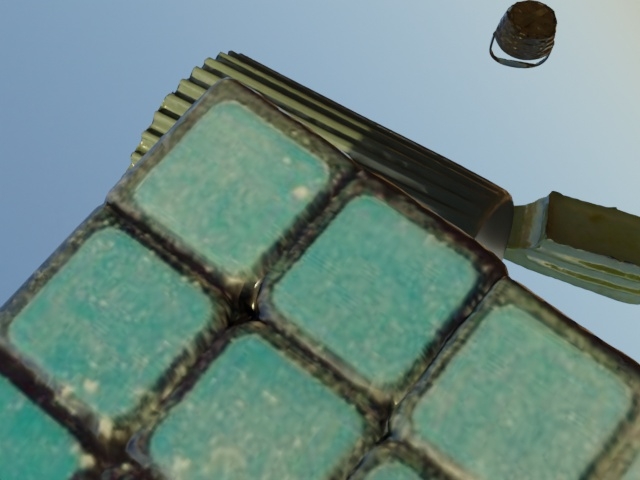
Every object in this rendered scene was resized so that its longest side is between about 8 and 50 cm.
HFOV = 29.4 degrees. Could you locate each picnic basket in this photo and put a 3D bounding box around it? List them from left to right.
[{"bbox_3d":[0.230,-0.227,1.386,0.083,0.072,0.072,103,151,-57],"label":"picnic basket"}]

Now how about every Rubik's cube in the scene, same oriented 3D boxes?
[{"bbox_3d":[-0.012,0.195,0.609,0.337,0.344,0.344,34,163,17],"label":"Rubik's cube"}]

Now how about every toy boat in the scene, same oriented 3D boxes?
[{"bbox_3d":[0.368,0.015,1.544,0.276,0.084,0.111,20,-133,-6],"label":"toy boat"}]

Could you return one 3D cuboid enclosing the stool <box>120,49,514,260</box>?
[{"bbox_3d":[0.000,0.000,1.248,0.330,0.297,0.297,24,-167,18],"label":"stool"}]
